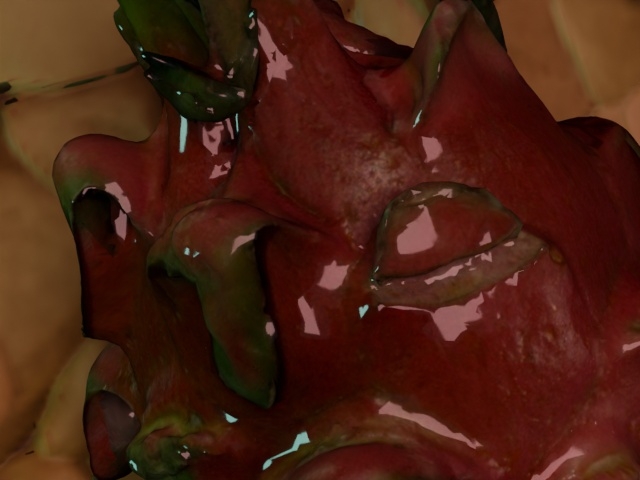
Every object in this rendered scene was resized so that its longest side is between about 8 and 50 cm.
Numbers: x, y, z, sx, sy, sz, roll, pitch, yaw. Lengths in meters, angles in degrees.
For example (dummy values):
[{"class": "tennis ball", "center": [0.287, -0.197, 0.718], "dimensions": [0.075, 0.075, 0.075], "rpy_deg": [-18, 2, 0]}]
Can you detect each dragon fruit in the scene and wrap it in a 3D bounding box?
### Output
[{"class": "dragon fruit", "center": [0.000, 0.000, 0.432], "dimensions": [0.135, 0.137, 0.236], "rpy_deg": [-41, 94, -29]}]

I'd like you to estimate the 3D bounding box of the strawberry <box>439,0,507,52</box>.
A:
[{"class": "strawberry", "center": [0.012, -0.186, 0.474], "dimensions": [0.188, 0.106, 0.286], "rpy_deg": [-38, 91, -16]}]
